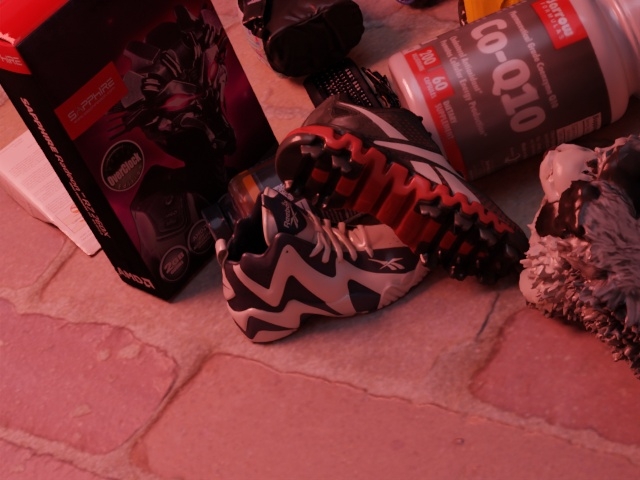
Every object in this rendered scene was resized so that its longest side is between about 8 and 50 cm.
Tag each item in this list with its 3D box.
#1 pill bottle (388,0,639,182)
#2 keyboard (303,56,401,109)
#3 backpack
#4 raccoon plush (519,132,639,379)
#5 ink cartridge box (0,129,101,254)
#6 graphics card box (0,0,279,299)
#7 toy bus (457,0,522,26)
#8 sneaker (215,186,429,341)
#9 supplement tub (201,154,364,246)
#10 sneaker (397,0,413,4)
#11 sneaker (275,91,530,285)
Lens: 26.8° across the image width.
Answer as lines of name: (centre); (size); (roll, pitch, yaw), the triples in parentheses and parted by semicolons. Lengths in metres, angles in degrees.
pill bottle: (0.230, -0.177, 1.445); (0.283, 0.161, 0.161); (-23, 40, 3)
keyboard: (0.042, -0.178, 1.637); (0.100, 0.038, 0.192); (-25, 41, -1)
backpack: (-0.039, -0.280, 1.724); (0.152, 0.115, 0.182); (-23, 32, -14)
raccoon plush: (0.302, 0.102, 1.153); (0.216, 0.299, 0.446); (-10, 72, -6)
ink cartridge box: (-0.286, -0.083, 1.704); (0.181, 0.056, 0.225); (-40, 61, -18)
graphics card box: (-0.192, -0.143, 1.457); (0.094, 0.371, 0.233); (19, 55, 40)
toy bus: (0.222, -0.347, 1.599); (0.149, 0.211, 0.220); (-13, 40, 15)
sneaker: (0.000, 0.000, 1.374); (0.235, 0.153, 0.094); (-18, 41, 8)
supplement tub: (-0.029, -0.047, 1.477); (0.198, 0.106, 0.106); (-27, 40, -3)
sneaker: (0.149, -0.403, 1.695); (0.081, 0.232, 0.090); (43, 55, 13)
sneaker: (0.096, -0.060, 1.347); (0.276, 0.097, 0.135); (28, 48, -4)
